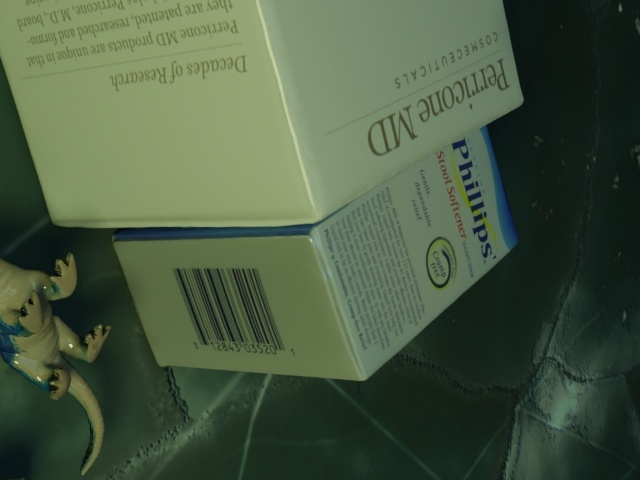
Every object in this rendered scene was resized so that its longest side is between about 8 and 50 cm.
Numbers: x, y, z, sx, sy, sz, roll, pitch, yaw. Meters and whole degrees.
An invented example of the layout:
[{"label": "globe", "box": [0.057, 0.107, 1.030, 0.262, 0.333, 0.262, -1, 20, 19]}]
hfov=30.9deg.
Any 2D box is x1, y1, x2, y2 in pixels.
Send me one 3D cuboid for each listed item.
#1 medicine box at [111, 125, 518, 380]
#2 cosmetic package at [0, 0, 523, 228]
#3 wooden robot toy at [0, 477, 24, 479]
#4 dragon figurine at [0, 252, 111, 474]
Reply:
[{"label": "medicine box", "box": [0.000, 0.000, 1.126, 0.289, 0.264, 0.149, -36, 115, -44]}, {"label": "cosmetic package", "box": [-0.072, -0.248, 1.009, 0.329, 0.327, 0.393, -31, 112, -46]}, {"label": "wooden robot toy", "box": [-0.281, 0.280, 0.941, 0.173, 0.076, 0.079, -57, 141, -30]}, {"label": "dragon figurine", "box": [-0.262, 0.069, 0.957, 0.085, 0.144, 0.289, -59, 148, -35]}]
